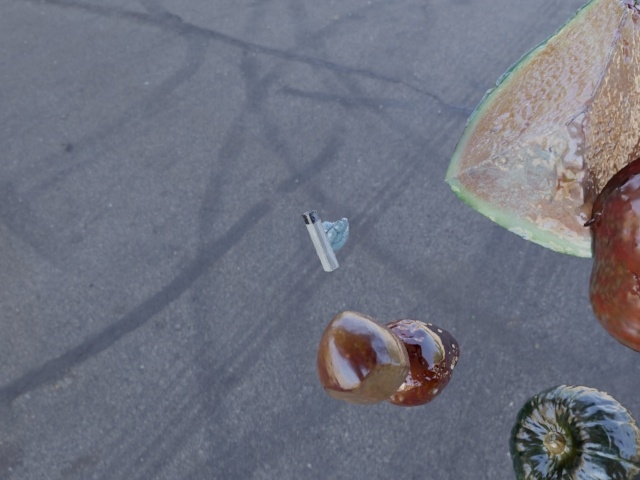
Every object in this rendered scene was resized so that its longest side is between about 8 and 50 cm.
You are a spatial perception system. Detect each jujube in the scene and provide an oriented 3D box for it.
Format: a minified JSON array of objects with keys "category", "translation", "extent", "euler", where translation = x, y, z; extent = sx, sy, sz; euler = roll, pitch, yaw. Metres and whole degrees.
[{"category":"jujube","translation":[0.210,0.263,1.345],"extent":[0.190,0.190,0.255],"euler":[39,21,32]}]

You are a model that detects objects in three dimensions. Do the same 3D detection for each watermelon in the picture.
[{"category":"watermelon","translation":[0.208,-0.106,0.560],"extent":[0.146,0.128,0.231],"euler":[8,64,46]}]

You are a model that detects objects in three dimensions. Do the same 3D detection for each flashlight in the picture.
[{"category":"flashlight","translation":[0.000,0.000,0.793],"extent":[0.018,0.083,0.018],"euler":[-30,15,-28]}]

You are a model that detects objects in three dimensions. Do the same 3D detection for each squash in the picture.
[{"category":"squash","translation":[0.478,0.397,1.141],"extent":[0.165,0.252,0.252],"euler":[20,40,-21]}]

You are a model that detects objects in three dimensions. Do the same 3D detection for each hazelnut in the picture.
[{"category":"hazelnut","translation":[0.060,0.172,0.907],"extent":[0.143,0.154,0.143],"euler":[-16,58,26]}]

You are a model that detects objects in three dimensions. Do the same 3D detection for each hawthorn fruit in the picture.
[{"category":"hawthorn fruit","translation":[0.303,0.017,0.405],"extent":[0.181,0.181,0.235],"euler":[-29,28,-28]}]

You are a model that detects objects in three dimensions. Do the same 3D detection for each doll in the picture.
[{"category":"doll","translation":[0.026,-0.021,1.581],"extent":[0.120,0.180,0.075],"euler":[-44,76,-6]}]
